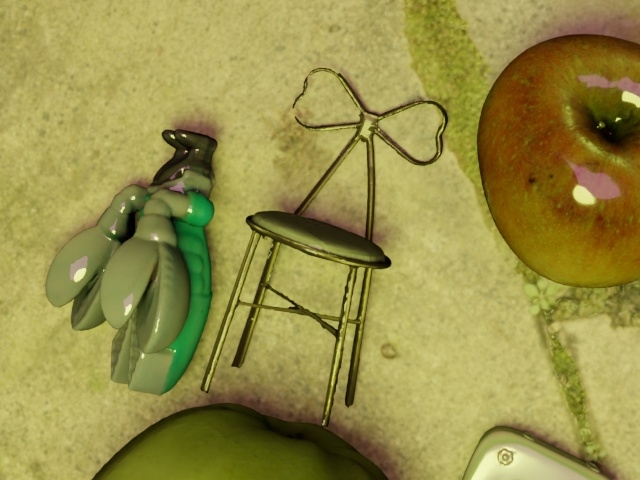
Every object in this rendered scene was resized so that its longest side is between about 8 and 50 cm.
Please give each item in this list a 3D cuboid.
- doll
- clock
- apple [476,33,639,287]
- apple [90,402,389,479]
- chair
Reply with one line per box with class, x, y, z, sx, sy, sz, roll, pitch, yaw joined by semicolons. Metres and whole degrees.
doll;-0.185;0.021;1.205;0.153;0.195;0.258;13;60;-25
clock;0.194;0.291;1.174;0.152;0.062;0.191;26;92;7
apple;0.251;-0.069;1.121;0.237;0.207;0.236;0;72;-1
apple;-0.085;0.321;1.072;0.357;0.357;0.357;0;88;8
chair;0.000;0.000;1.165;0.160;0.170;0.325;18;97;10
